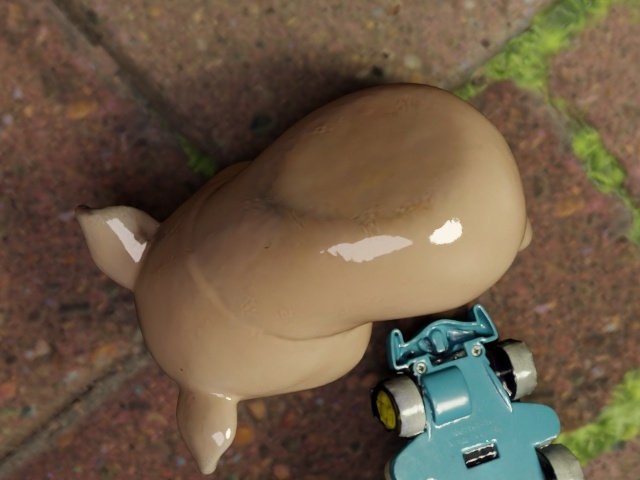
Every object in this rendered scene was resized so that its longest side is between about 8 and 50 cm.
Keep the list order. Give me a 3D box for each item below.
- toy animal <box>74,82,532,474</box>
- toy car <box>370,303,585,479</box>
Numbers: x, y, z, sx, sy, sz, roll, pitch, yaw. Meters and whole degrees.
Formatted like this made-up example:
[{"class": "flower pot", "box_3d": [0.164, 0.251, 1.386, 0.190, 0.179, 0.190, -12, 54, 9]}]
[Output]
[{"class": "toy animal", "box_3d": [0.002, 0.007, 0.864, 0.250, 0.154, 0.166, -30, 65, 10]}, {"class": "toy car", "box_3d": [0.085, 0.134, 0.961, 0.126, 0.098, 0.162, -16, 81, -23]}]
